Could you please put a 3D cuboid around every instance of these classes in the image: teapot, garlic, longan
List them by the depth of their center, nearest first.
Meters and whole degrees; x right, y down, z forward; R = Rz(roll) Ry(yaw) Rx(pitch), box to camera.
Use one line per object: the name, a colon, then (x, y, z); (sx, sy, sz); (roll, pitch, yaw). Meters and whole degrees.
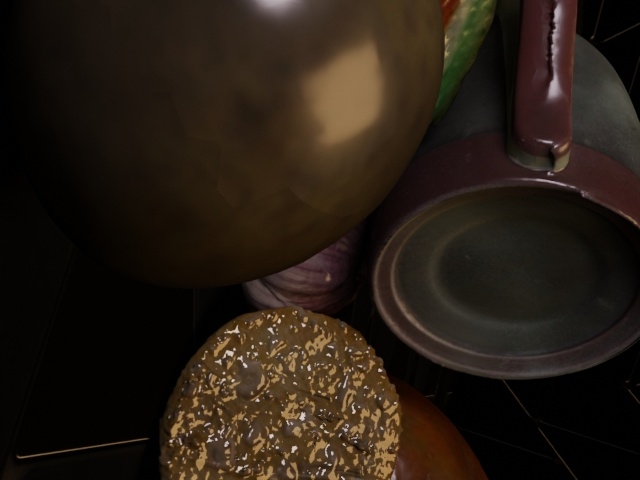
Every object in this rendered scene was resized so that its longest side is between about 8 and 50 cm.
longan: (-0.040, -0.082, 0.528); (0.220, 0.197, 0.196); (-43, 148, -57)
teapot: (0.165, -0.098, 0.974); (0.315, 0.233, 0.312); (93, 3, -47)
garlic: (0.000, 0.000, 1.007); (0.159, 0.102, 0.147); (-57, 159, -53)

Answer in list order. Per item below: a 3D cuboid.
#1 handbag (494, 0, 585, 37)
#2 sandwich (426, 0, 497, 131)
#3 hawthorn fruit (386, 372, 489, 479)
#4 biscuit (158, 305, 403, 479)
handbag: (0.215, -0.339, 1.259); (0.342, 0.152, 0.287); (-21, 119, -59)
sandwich: (0.046, -0.190, 0.822); (0.301, 0.162, 0.250); (74, 31, -73)
hawthorn fruit: (0.027, 0.248, 1.098); (0.300, 0.268, 0.267); (68, 30, -23)
biscuit: (-0.028, 0.160, 0.935); (0.033, 0.220, 0.219); (-12, -127, 61)
